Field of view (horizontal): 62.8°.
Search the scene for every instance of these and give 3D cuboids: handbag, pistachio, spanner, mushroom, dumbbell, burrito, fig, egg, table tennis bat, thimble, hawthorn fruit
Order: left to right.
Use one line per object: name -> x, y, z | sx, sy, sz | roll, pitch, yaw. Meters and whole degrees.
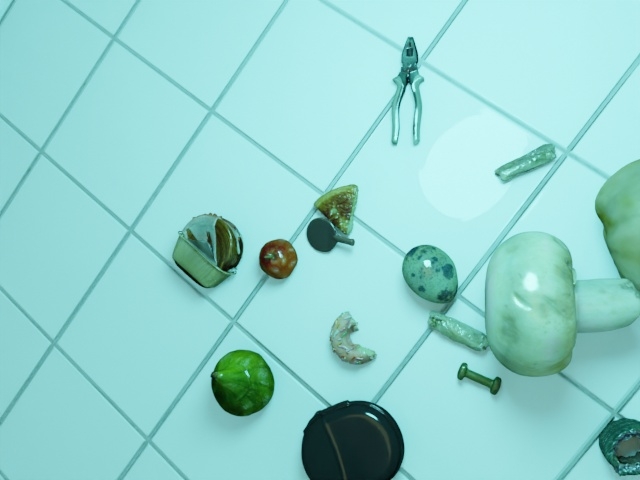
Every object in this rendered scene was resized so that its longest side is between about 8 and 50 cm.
fig -> -0.249, 0.427, 1.550 | 0.202, 0.235, 0.203 | -2, 81, 14
hawthorn fruit -> -0.128, 0.053, 1.606 | 0.125, 0.140, 0.125 | 5, 65, -10
table tennis bat -> 0.000, 0.000, 1.550 | 0.169, 0.119, 0.108 | 13, 110, 31
handbag -> 0.086, 0.597, 1.513 | 0.307, 0.093, 0.254 | -25, 80, 13
spanner -> 0.261, -0.449, 1.572 | 0.095, 0.040, 0.325 | 3, 88, 15
egg -> 0.311, 0.095, 1.468 | 0.141, 0.141, 0.182 | -39, 85, 10
burrito -> 0.388, 0.257, 1.478 | 0.188, 0.045, 0.058 | 25, 100, 14
dumbbell -> 0.439, 0.382, 1.454 | 0.117, 0.046, 0.052 | 21, 86, 16
burrito -> 0.573, -0.216, 1.462 | 0.171, 0.042, 0.051 | -23, 50, 8
mushroom -> 0.552, 0.165, 1.319 | 0.353, 0.353, 0.325 | 47, 142, 14
thimble -> 0.780, 0.519, 1.323 | 0.135, 0.090, 0.119 | -32, 75, 14
pistachio -> 0.876, -0.015, 1.239 | 0.445, 0.281, 0.366 | 33, 118, 25

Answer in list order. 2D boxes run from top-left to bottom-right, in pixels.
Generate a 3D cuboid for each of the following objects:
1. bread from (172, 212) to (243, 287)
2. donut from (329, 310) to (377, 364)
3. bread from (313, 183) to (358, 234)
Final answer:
bread -> -0.352, 0.024, 1.658 | 0.224, 0.142, 0.212 | 38, 100, 16
donut -> 0.079, 0.301, 1.553 | 0.117, 0.065, 0.166 | -34, 76, 10
bread -> 0.043, -0.101, 1.598 | 0.135, 0.054, 0.155 | 10, 95, 19
